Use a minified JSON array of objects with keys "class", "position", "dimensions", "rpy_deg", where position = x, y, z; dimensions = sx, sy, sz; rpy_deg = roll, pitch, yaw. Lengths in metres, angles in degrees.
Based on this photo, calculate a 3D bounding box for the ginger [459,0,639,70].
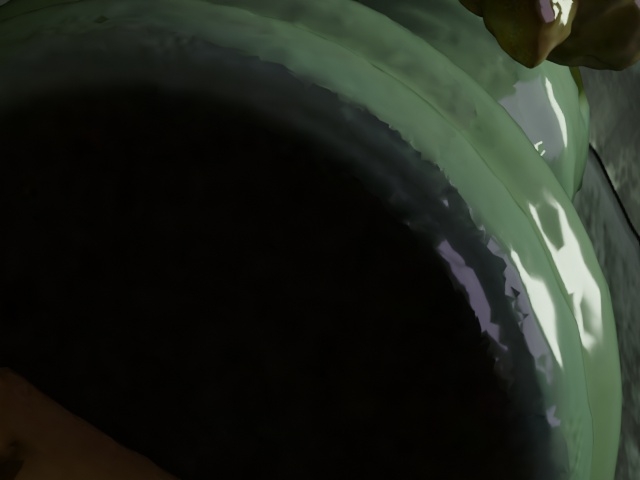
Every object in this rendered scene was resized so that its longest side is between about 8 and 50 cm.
[{"class":"ginger","position":[-0.022,-0.180,0.480],"dimensions":[0.333,0.080,0.166],"rpy_deg":[44,45,-1]}]

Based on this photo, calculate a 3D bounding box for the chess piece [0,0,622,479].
[{"class":"chess piece","position":[0.000,0.000,0.527],"dimensions":[0.299,0.195,0.194],"rpy_deg":[-50,128,-66]}]

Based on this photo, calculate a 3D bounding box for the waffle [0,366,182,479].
[{"class":"waffle","position":[-0.020,0.160,0.302],"dimensions":[0.224,0.328,0.098],"rpy_deg":[-51,168,-52]}]
